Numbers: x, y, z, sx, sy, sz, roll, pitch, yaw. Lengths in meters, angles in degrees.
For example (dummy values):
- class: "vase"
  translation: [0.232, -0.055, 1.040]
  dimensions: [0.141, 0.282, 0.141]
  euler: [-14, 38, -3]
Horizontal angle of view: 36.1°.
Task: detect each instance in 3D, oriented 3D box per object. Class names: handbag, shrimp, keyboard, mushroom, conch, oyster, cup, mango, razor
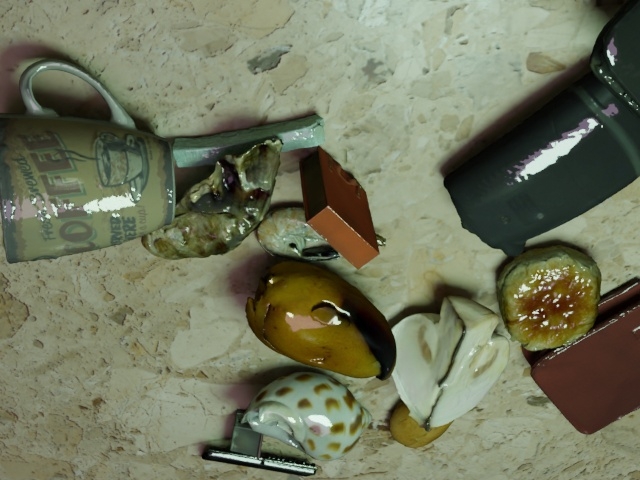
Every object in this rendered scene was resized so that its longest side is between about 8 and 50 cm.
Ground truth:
- class: "handbag"
  translation: [0.556, 0.229, 1.868]
  dimensions: [0.276, 0.084, 0.260]
  euler: [-34, 120, 18]
- class: "shrimp"
  translation: [0.000, 0.000, 1.682]
  dimensions: [0.224, 0.047, 0.126]
  euler: [9, 132, -3]
- class: "keyboard"
  translation: [-0.123, 0.448, 1.985]
  dimensions: [0.230, 0.025, 0.093]
  euler: [13, 158, -13]
- class: "mushroom"
  translation: [0.236, 0.196, 1.806]
  dimensions: [0.173, 0.162, 0.236]
  euler: [-6, 124, -44]
- class: "conch"
  translation: [-0.008, 0.331, 1.857]
  dimensions: [0.275, 0.148, 0.183]
  euler: [38, 157, -34]
- class: "oyster"
  translation: [-0.161, -0.057, 1.580]
  dimensions: [0.166, 0.094, 0.294]
  euler: [13, 136, -30]
- class: "cup"
  translation: [-0.358, -0.125, 1.495]
  dimensions: [0.257, 0.227, 0.301]
  euler: [-5, 100, -17]
- class: "mango"
  translation: [0.001, 0.145, 1.713]
  dimensions: [0.201, 0.152, 0.287]
  euler: [-33, 125, 31]
- class: "handbag"
  translation: [0.028, -0.056, 1.556]
  dimensions: [0.063, 0.190, 0.127]
  euler: [-38, 119, 19]
- class: "razor"
  translation: [0.377, -0.119, 1.588]
  dimensions: [0.349, 0.113, 0.204]
  euler: [-36, 123, 20]

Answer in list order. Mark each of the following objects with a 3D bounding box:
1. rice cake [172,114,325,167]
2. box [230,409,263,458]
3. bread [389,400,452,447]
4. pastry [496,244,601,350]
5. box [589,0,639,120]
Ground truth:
- class: "rice cake"
  translation: [-0.113, -0.156, 1.565]
  dimensions: [0.245, 0.042, 0.045]
  euler: [-10, 132, 2]
- class: "box"
  translation: [-0.142, 0.379, 1.934]
  dimensions: [0.063, 0.060, 0.084]
  euler: [7, 126, -4]
- class: "bread"
  translation: [0.207, 0.344, 1.928]
  dimensions: [0.114, 0.077, 0.189]
  euler: [25, 122, -16]
- class: "pastry"
  translation: [0.410, 0.098, 1.755]
  dimensions: [0.182, 0.093, 0.192]
  euler: [-10, 118, 4]
- class: "box"
  translation: [0.601, -0.298, 1.444]
  dimensions: [0.359, 0.091, 0.350]
  euler: [37, 98, -26]
